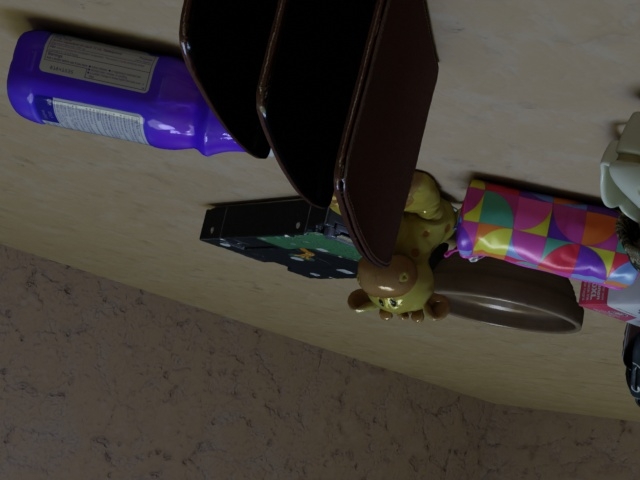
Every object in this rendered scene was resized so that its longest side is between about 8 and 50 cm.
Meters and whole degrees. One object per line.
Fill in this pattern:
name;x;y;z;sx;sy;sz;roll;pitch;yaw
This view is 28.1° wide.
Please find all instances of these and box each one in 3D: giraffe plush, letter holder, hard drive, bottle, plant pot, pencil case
giraffe plush;0.096;0.014;1.647;0.210;0.170;0.181;20;167;-34
letter holder;-0.008;-0.107;1.035;0.152;0.214;0.302;10;169;12
hard drive;0.000;0.000;1.969;0.237;0.064;0.339;20;168;-34
bottle;-0.178;-0.148;1.342;0.283;0.092;0.118;12;170;3
plant pot;0.264;0.055;1.828;0.237;0.109;0.237;12;170;2
pencil case;0.274;-0.006;1.544;0.236;0.104;0.104;11;169;5

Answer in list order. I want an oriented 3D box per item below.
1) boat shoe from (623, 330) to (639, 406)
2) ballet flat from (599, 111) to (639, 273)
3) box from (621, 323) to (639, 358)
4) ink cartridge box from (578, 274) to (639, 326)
boat shoe;0.443;0.160;1.644;0.113;0.127;0.340;40;-174;17
ballet flat;0.345;-0.039;1.204;0.182;0.164;0.483;38;176;11
box;0.642;0.155;1.846;0.381;0.143;0.191;10;169;20
ink cartridge box;0.477;0.058;1.626;0.172;0.100;0.237;18;168;-31
